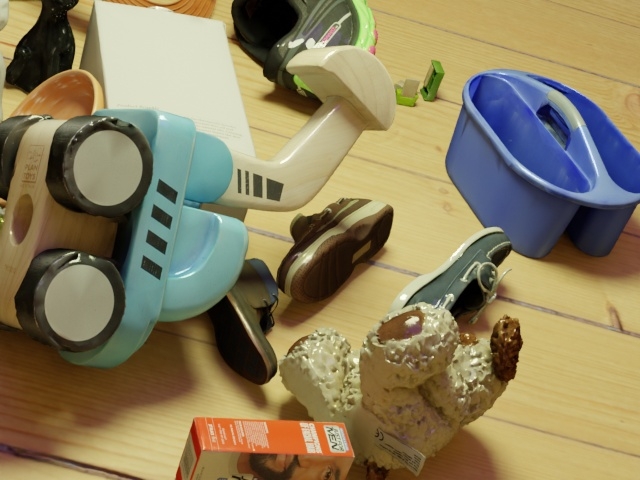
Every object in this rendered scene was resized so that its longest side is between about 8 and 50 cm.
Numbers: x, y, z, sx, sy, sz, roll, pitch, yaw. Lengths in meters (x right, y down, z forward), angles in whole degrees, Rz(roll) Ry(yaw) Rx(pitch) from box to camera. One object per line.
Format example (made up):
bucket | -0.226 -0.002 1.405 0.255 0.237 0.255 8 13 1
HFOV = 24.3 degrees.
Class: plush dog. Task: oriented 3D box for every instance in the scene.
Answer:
plush dog | 0.117 0.169 1.665 0.225 0.262 0.211 -19 90 -38

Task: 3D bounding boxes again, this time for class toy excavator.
toy excavator | -0.143 -0.054 1.707 0.445 0.433 0.222 15 -5 -36

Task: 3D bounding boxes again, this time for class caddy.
caddy | 0.333 -0.127 2.178 0.241 0.179 0.341 0 39 -28

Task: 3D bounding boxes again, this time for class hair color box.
hair color box | -0.059 0.237 1.562 0.167 0.093 0.053 4 38 -20

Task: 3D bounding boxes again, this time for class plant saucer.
plant saucer | -0.341 -0.123 1.866 0.037 0.200 0.200 40 19 -37

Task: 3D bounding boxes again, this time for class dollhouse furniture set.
dollhouse furniture set | 0.117 -0.261 2.364 0.151 0.058 0.076 8 36 -16

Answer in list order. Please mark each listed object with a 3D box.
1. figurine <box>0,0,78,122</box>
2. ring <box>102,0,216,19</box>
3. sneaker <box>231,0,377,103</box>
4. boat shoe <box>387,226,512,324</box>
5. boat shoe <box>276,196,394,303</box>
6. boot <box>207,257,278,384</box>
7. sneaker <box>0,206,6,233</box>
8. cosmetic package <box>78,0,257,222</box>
figurine | -0.412 -0.275 1.995 0.092 0.209 0.215 35 38 22
ring | -0.262 -0.473 2.296 0.336 0.032 0.337 24 59 -47
sneaker | -0.043 -0.396 2.365 0.202 0.185 0.483 10 34 -19
boat shoe | 0.183 0.062 1.919 0.079 0.095 0.254 33 38 22
boat shoe | -0.001 0.007 1.921 0.095 0.095 0.257 22 25 21
boot | -0.078 0.085 1.774 0.106 0.082 0.219 -9 41 -31
sneaker | -0.424 0.013 1.719 0.208 0.081 0.094 3 44 -11
cosmetic package | -0.211 -0.156 1.977 0.197 0.155 0.365 8 35 -17
